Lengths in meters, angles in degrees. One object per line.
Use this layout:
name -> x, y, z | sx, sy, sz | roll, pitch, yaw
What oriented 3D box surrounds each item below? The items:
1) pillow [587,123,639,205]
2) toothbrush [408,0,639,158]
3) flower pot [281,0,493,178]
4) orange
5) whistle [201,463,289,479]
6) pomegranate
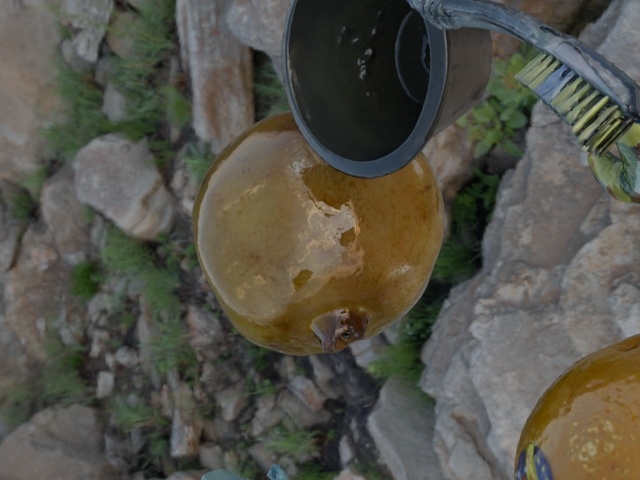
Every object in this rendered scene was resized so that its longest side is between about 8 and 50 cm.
pillow -> 0.672, -0.187, 1.701 | 0.214, 0.086, 0.233 | 48, 158, 46
toothbrush -> 0.051, -0.171, 0.496 | 0.042, 0.035, 0.413 | -42, 46, 5
flower pot -> 0.094, -0.213, 0.912 | 0.269, 0.166, 0.269 | 15, 111, 47
orange -> 0.254, 0.170, 0.577 | 0.219, 0.219, 0.193 | -38, 41, 42
whistle -> -0.108, 0.469, 1.315 | 0.274, 0.186, 0.093 | 24, 118, 42
pomegranate -> 0.000, 0.000, 1.226 | 0.417, 0.417, 0.416 | 2, 93, 48
